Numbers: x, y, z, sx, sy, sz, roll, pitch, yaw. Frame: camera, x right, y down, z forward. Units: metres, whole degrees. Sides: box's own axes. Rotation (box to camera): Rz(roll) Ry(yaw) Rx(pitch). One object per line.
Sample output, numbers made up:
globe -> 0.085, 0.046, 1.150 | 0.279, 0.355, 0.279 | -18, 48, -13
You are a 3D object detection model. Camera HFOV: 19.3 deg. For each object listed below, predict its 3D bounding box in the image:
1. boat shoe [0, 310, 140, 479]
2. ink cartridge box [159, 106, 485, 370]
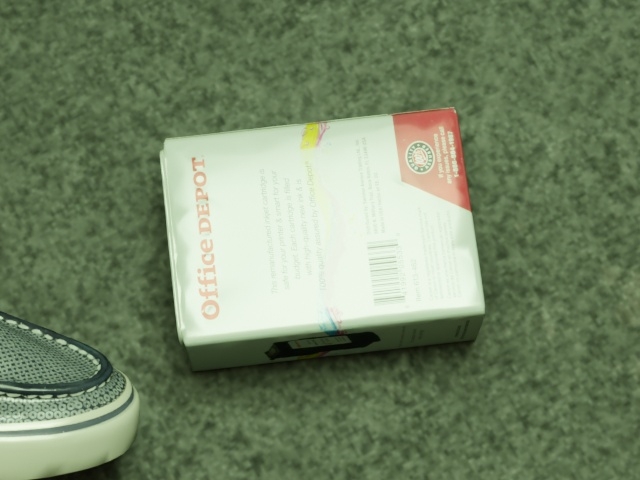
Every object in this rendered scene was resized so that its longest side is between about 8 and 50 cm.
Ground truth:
boat shoe -> -0.263, 0.026, 1.035 | 0.341, 0.127, 0.158 | 8, 111, -1
ink cartridge box -> 0.000, 0.000, 1.103 | 0.175, 0.072, 0.127 | -6, 73, -2
